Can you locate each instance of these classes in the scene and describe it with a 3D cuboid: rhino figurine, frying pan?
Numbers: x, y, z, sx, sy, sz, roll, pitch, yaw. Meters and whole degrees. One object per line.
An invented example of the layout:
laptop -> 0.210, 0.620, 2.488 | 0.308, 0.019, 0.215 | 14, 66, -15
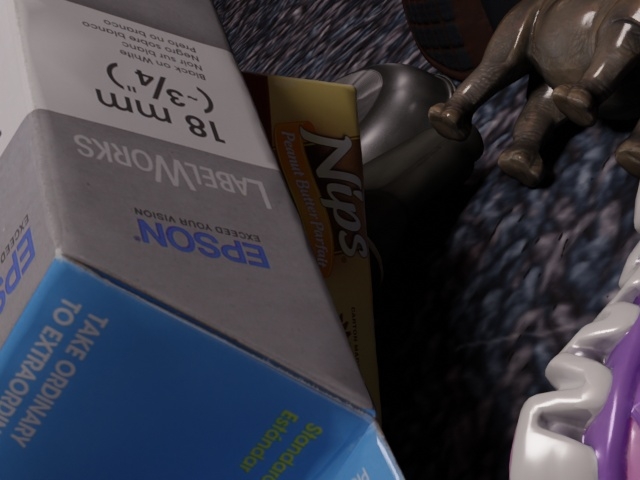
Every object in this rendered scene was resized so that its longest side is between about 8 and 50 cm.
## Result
rhino figurine -> 0.157, -0.085, 0.558 | 0.106, 0.073, 0.243 | -54, 25, -17
frying pan -> -0.044, -0.030, 0.853 | 0.326, 0.053, 0.197 | -27, 26, 30

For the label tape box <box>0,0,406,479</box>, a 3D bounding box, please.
label tape box -> -0.110, 0.055, 0.455 | 0.240, 0.106, 0.333 | -53, 41, 29

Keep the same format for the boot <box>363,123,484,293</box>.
boot -> 0.000, 0.000, 0.705 | 0.198, 0.077, 0.137 | -11, 26, 51

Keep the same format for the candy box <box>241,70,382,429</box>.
candy box -> -0.101, 0.038, 0.639 | 0.316, 0.087, 0.183 | -13, 77, 51

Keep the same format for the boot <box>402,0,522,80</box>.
boot -> 0.132, -0.159, 0.772 | 0.106, 0.082, 0.219 | -25, 14, -13

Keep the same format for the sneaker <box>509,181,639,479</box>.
sneaker -> 0.151, 0.010, 0.378 | 0.104, 0.095, 0.236 | -8, 46, 47
